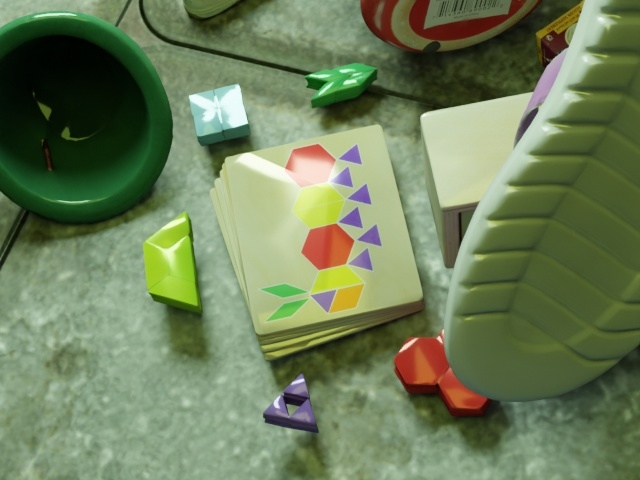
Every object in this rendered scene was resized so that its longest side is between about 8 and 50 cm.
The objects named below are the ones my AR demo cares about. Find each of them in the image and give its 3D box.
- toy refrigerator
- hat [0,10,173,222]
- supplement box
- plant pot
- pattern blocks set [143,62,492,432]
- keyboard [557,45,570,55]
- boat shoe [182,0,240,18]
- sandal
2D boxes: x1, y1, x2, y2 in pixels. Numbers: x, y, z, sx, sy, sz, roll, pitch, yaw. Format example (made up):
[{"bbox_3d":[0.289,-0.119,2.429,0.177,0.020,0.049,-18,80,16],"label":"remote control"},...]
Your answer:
[{"bbox_3d":[0.217,-0.057,1.066,0.270,0.102,0.094,-10,62,1],"label":"toy refrigerator"},{"bbox_3d":[-0.220,-0.134,1.258,0.173,0.183,0.208,-30,104,7],"label":"hat"},{"bbox_3d":[0.222,-0.147,1.156,0.055,0.043,0.083,-35,62,-7],"label":"supplement box"},{"bbox_3d":[0.098,-0.265,1.161,0.191,0.191,0.174,-19,64,3],"label":"plant pot"},{"bbox_3d":[0.000,0.000,1.136,0.286,0.026,0.324,-5,62,4],"label":"pattern blocks set"},{"bbox_3d":[0.272,-0.157,1.091,0.108,0.023,0.180,3,20,39],"label":"keyboard"},{"bbox_3d":[-0.067,-0.250,1.270,0.135,0.045,0.050,-35,62,-6],"label":"boat shoe"},{"bbox_3d":[0.203,-0.079,0.954,0.169,0.102,0.416,17,108,-17],"label":"sandal"}]
